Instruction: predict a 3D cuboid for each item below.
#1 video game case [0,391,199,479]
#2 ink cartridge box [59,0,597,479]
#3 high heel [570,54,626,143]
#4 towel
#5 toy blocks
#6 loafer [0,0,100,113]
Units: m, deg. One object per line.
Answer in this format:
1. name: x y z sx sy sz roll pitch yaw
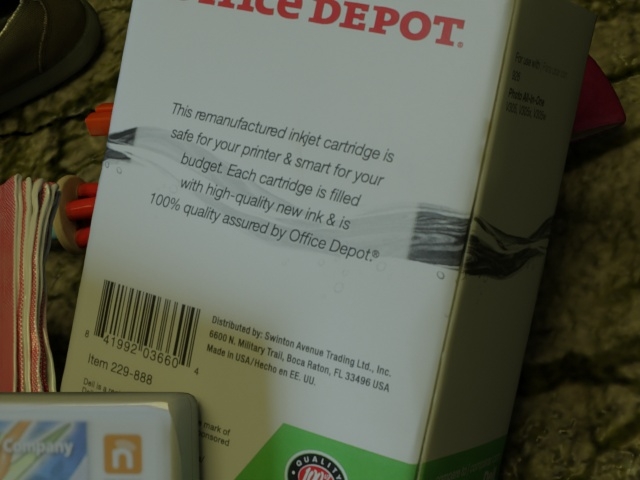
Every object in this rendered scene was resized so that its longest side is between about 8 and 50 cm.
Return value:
1. video game case: -0.215 0.225 0.674 0.329 0.036 0.300 -2 87 17
2. ink cartridge box: 0.000 0.000 0.688 0.211 0.121 0.289 15 97 29
3. high heel: 0.059 -0.032 0.802 0.117 0.082 0.244 45 89 5
4. towel: -0.211 0.062 0.773 0.197 0.029 0.144 -29 55 38
5. toy blocks: -0.129 -0.050 0.886 0.148 0.054 0.123 -6 60 19
6. loafer: -0.281 -0.117 0.966 0.251 0.087 0.094 -34 54 0
